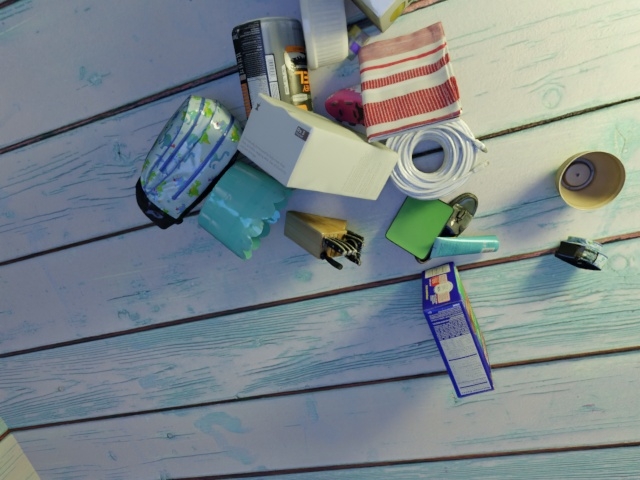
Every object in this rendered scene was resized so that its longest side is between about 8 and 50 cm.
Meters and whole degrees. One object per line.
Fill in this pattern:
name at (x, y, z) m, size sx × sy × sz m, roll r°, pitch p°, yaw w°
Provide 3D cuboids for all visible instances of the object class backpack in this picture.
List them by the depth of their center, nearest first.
backpack at (0.782, 0.039, 1.211) m, size 0.114 × 0.105 × 0.084 m, roll 26°, pitch 92°, yaw -10°
backpack at (-0.383, -0.252, 1.218) m, size 0.356 × 0.290 × 0.273 m, roll -29°, pitch 120°, yaw 12°

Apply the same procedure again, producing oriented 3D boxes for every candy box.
candy box at (0.422, 0.268, 1.268) m, size 0.122 × 0.268 × 0.317 m, roll -19°, pitch 106°, yaw 20°

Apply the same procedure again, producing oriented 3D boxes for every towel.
towel at (0.219, -0.414, 1.055) m, size 0.237 × 0.328 × 0.037 m, roll -11°, pitch 151°, yaw 18°
towel at (0.094, -0.563, 1.162) m, size 0.060 × 0.009 × 0.083 m, roll 41°, pitch 111°, yaw -7°

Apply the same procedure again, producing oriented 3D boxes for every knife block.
knife block at (0.000, 0.000, 1.259) m, size 0.276 × 0.242 × 0.088 m, roll 11°, pitch 110°, yaw 6°

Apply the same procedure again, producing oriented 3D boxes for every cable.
cable at (0.317, -0.247, 1.187) m, size 0.257 × 0.089 × 0.257 m, roll -40°, pitch 92°, yaw 16°

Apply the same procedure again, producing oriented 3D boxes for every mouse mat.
mouse mat at (0.303, -0.053, 1.265) m, size 0.153 × 0.007 × 0.189 m, roll 35°, pitch 106°, yaw 25°

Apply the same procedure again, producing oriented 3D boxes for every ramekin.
ramekin at (0.009, -0.567, 1.077) m, size 0.109 × 0.207 × 0.207 m, roll -8°, pitch 108°, yaw 3°

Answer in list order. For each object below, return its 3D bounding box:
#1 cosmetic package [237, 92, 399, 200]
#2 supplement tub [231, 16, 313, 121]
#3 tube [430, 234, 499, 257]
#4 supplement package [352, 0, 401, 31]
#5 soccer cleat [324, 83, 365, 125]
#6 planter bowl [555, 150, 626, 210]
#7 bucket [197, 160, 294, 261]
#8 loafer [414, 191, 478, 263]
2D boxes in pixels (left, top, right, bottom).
cosmetic package at (0.007, -0.232, 1.072) m, size 0.217 × 0.385 × 0.156 m, roll 41°, pitch 116°, yaw 34°
supplement tub at (-0.127, -0.437, 1.149) m, size 0.194 × 0.193 × 0.315 m, roll -4°, pitch 110°, yaw 11°
tube at (0.441, 0.017, 1.252) m, size 0.207 × 0.052 × 0.080 m, roll -4°, pitch 122°, yaw -11°
supplement package at (0.150, -0.663, 0.979) m, size 0.198 × 0.262 × 0.199 m, roll 44°, pitch 111°, yaw -7°
soccer cleat at (0.178, -0.413, 1.162) m, size 0.332 × 0.143 × 0.116 m, roll 5°, pitch 155°, yaw 25°
planter bowl at (0.733, -0.175, 1.138) m, size 0.162 × 0.109 × 0.161 m, roll 3°, pitch 110°, yaw 9°
bucket at (-0.229, -0.096, 1.255) m, size 0.183 × 0.281 × 0.281 m, roll 34°, pitch 112°, yaw -2°
loafer at (0.392, -0.028, 1.264) m, size 0.096 × 0.084 × 0.267 m, roll 36°, pitch 112°, yaw -4°
